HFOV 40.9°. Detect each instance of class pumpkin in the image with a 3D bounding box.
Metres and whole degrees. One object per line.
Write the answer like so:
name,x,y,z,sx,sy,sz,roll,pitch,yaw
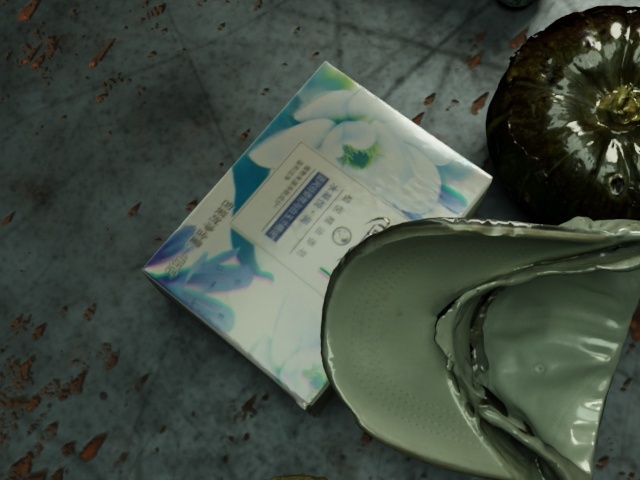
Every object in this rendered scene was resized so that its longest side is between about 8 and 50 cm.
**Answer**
pumpkin,0.278,-0.115,0.821,0.237,0.159,0.238,-1,74,2

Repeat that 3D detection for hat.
hat,0.148,0.076,0.740,0.301,0.168,0.258,12,104,-7

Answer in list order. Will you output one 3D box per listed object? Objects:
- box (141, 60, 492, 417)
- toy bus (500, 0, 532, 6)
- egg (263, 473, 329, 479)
box,0.000,-0.001,0.827,0.203,0.116,0.274,38,79,13
toy bus,0.118,-0.384,0.938,0.335,0.121,0.123,25,69,12
egg,-0.028,0.263,0.748,0.140,0.118,0.116,-46,56,6
